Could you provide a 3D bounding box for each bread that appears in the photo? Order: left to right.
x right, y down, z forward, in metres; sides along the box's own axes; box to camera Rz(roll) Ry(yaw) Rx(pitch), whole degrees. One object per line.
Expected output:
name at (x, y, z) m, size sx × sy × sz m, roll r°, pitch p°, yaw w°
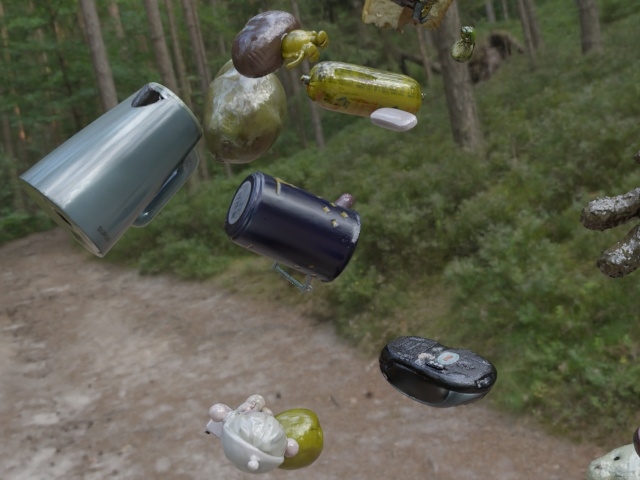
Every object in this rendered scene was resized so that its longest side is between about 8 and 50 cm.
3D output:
bread at (0.208, -0.600, 1.642) m, size 0.184 × 0.224 × 0.211 m, roll 16°, pitch 33°, yaw -8°

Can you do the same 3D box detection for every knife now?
knife at (0.000, 0.000, 1.842) m, size 0.278 × 0.123 × 0.053 m, roll -53°, pitch 0°, yaw 7°

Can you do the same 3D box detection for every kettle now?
kettle at (-0.288, -0.098, 1.082) m, size 0.160 × 0.210 × 0.243 m, roll 30°, pitch 67°, yaw 31°

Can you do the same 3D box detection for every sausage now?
sausage at (0.111, -0.373, 1.808) m, size 0.347 × 0.123 × 0.123 m, roll 5°, pitch -2°, yaw -23°

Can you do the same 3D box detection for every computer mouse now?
computer mouse at (0.221, 0.256, 1.370) m, size 0.137 × 0.096 × 0.233 m, roll -9°, pitch 18°, yaw -44°

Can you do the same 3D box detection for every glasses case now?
glasses case at (0.105, -0.175, 1.042) m, size 0.032 × 0.021 × 0.083 m, roll -38°, pitch 36°, yaw -20°

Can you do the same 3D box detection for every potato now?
potato at (-0.213, -0.366, 2.039) m, size 0.243 × 0.326 × 0.221 m, roll -17°, pitch -42°, yaw 12°

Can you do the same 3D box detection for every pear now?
pear at (-0.070, 0.488, 1.757) m, size 0.162 × 0.148 × 0.149 m, roll -24°, pitch 3°, yaw 5°

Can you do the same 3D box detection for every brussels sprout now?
brussels sprout at (0.309, -0.418, 1.531) m, size 0.051 × 0.046 × 0.083 m, roll -48°, pitch -12°, yaw -33°

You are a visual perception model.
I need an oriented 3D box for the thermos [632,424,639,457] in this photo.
thermos at (0.646, 0.284, 1.128) m, size 0.331 × 0.136 × 0.109 m, roll -8°, pitch -20°, yaw -6°

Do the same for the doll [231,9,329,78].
doll at (-0.079, -0.334, 1.269) m, size 0.145 × 0.096 × 0.188 m, roll -43°, pitch 49°, yaw -4°

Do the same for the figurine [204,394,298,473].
figurine at (-0.146, 0.391, 1.446) m, size 0.145 × 0.181 × 0.257 m, roll -35°, pitch 1°, yaw -13°

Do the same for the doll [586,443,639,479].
doll at (0.590, 0.496, 1.474) m, size 0.150 × 0.175 × 0.278 m, roll 14°, pitch -27°, yaw 0°

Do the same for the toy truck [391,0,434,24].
toy truck at (0.134, -0.459, 1.102) m, size 0.124 × 0.157 × 0.272 m, roll 36°, pitch 7°, yaw 15°

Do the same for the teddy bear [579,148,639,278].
teddy bear at (0.526, -0.060, 1.111) m, size 0.129 × 0.181 × 0.251 m, roll -2°, pitch -29°, yaw -34°

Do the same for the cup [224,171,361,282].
cup at (-0.084, -0.028, 1.623) m, size 0.256 × 0.178 × 0.255 m, roll 23°, pitch -17°, yaw -22°
